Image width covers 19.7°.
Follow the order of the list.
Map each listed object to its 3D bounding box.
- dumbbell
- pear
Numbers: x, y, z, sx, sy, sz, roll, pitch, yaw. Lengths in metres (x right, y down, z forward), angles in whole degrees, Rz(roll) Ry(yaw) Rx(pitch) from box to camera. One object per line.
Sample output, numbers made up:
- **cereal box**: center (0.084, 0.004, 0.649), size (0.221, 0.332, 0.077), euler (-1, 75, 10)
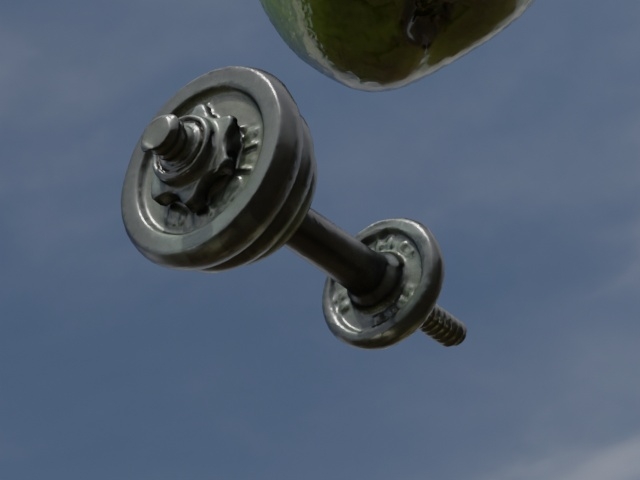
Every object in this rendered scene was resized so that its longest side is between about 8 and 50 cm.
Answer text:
- **dumbbell**: center (0.000, 0.000, 0.970), size (0.110, 0.110, 0.254), euler (-37, -45, 21)
- **pear**: center (0.072, -0.258, 1.404), size (0.342, 0.318, 0.238), euler (3, -24, 21)
